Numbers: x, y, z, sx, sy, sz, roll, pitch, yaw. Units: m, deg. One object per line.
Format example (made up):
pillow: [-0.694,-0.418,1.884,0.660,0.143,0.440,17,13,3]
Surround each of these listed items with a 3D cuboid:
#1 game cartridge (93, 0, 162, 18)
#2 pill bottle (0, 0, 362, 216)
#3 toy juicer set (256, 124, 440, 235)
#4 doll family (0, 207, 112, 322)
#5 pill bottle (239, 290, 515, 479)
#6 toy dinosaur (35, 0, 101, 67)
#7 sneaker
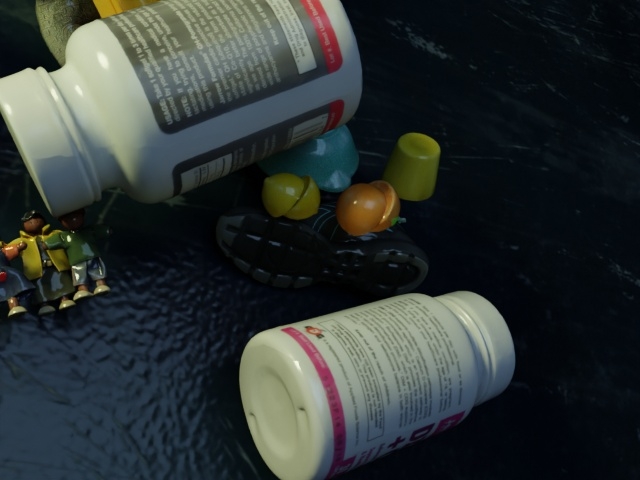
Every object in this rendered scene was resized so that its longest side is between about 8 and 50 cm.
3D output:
game cartridge: [-0.163,-0.383,0.768,0.324,0.052,0.285,-56,136,-42]
pill bottle: [-0.133,-0.142,0.660,0.318,0.176,0.176,-26,82,-21]
toy juicer set: [-0.034,-0.094,0.812,0.328,0.090,0.209,25,46,13]
doll family: [-0.299,0.022,0.649,0.192,0.076,0.111,-15,81,-30]
pill bottle: [0.070,0.148,0.746,0.283,0.160,0.161,-11,74,-32]
toy dinosaur: [-0.265,-0.252,0.779,0.160,0.121,0.314,-34,118,-37]
sneaker: [0.000,0.000,0.831,0.267,0.101,0.106,13,38,-21]
